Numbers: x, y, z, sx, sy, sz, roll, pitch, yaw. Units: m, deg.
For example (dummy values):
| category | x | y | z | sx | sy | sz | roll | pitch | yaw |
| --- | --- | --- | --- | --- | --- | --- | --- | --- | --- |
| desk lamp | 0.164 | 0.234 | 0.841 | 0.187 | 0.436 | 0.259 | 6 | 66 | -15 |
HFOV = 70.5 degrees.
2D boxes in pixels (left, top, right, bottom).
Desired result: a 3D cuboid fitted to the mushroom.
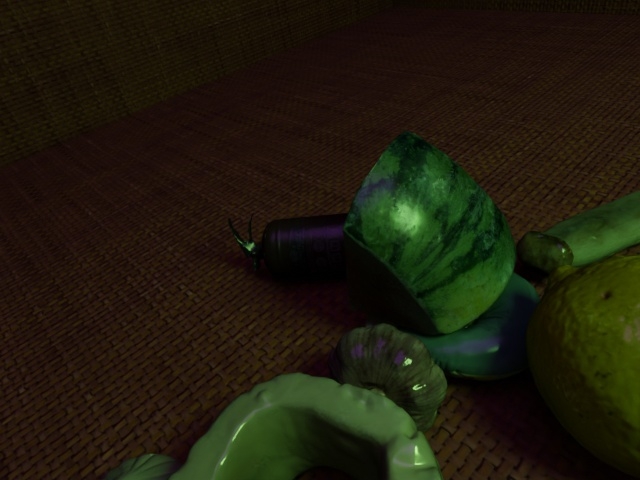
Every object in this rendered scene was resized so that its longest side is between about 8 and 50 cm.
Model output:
| category | x | y | z | sx | sy | sz | roll | pitch | yaw |
| --- | --- | --- | --- | --- | --- | --- | --- | --- | --- |
| mushroom | 0.485 | -0.012 | 0.785 | 0.313 | 0.081 | 0.100 | -18 | 41 | -16 |

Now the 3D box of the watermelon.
| category | x | y | z | sx | sy | sz | roll | pitch | yaw |
| --- | --- | --- | --- | --- | --- | --- | --- | --- | --- |
| watermelon | 0.132 | -0.003 | 0.670 | 0.213 | 0.261 | 0.201 | -48 | 13 | -32 |

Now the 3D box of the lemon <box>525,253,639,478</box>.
| category | x | y | z | sx | sy | sz | roll | pitch | yaw |
| --- | --- | --- | --- | --- | --- | --- | --- | --- | --- |
| lemon | 0.355 | 0.130 | 0.505 | 0.229 | 0.228 | 0.253 | -15 | 34 | -4 |

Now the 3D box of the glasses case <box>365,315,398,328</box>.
| category | x | y | z | sx | sy | sz | roll | pitch | yaw |
| --- | --- | --- | --- | --- | --- | --- | --- | --- | --- |
| glasses case | 0.109 | 0.123 | 0.733 | 0.063 | 0.041 | 0.164 | 6 | 40 | 12 |

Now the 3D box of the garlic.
| category | x | y | z | sx | sy | sz | roll | pitch | yaw |
| --- | --- | --- | --- | --- | --- | --- | --- | --- | --- |
| garlic | 0.082 | 0.184 | 0.586 | 0.159 | 0.147 | 0.102 | 40 | 17 | 16 |

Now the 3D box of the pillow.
| category | x | y | z | sx | sy | sz | roll | pitch | yaw |
| --- | --- | --- | --- | --- | --- | --- | --- | --- | --- |
| pillow | 0.222 | 0.107 | 0.683 | 0.214 | 0.086 | 0.233 | 7 | 40 | 14 |

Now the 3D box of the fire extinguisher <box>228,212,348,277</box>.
| category | x | y | z | sx | sy | sz | roll | pitch | yaw |
| --- | --- | --- | --- | --- | --- | --- | --- | --- | --- |
| fire extinguisher | 0.000 | 0.000 | 0.849 | 0.338 | 0.135 | 0.114 | -6 | 13 | 8 |

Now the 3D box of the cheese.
| category | x | y | z | sx | sy | sz | roll | pitch | yaw |
| --- | --- | --- | --- | --- | --- | --- | --- | --- | --- |
| cheese | -0.005 | 0.297 | 0.428 | 0.293 | 0.153 | 0.332 | -9 | 39 | 16 |

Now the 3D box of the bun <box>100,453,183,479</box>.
| category | x | y | z | sx | sy | sz | roll | pitch | yaw |
| --- | --- | --- | --- | --- | --- | --- | --- | --- | --- |
| bun | -0.222 | 0.313 | 0.535 | 0.139 | 0.094 | 0.138 | -10 | 36 | 7 |
